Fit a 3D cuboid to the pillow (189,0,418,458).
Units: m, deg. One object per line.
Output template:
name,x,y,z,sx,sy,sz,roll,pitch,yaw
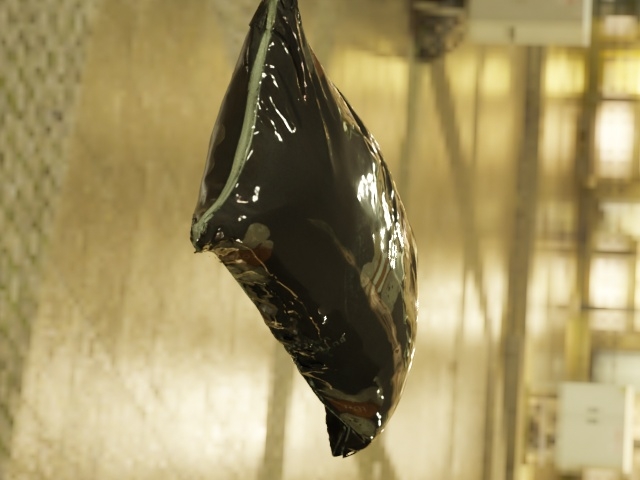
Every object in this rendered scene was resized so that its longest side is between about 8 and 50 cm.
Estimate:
pillow,0.001,0.000,0.577,0.150,0.048,0.090,60,22,-51
